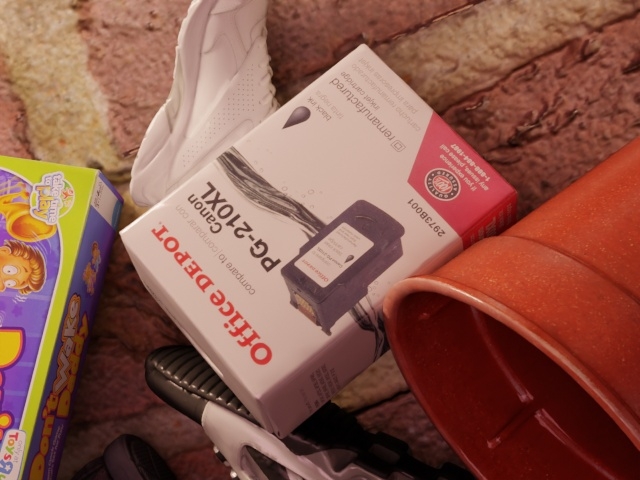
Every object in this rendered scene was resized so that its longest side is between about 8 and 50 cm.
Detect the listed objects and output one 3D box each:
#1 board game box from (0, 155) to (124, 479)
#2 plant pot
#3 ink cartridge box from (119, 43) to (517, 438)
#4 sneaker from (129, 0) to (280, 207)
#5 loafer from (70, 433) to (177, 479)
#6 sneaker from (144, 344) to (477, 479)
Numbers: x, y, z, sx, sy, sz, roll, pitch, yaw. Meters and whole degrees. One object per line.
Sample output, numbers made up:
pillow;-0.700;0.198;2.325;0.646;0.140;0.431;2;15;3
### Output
board game box;-0.314;0.100;1.011;0.233;0.078;0.347;8;74;10
plant pot;0.230;0.053;0.855;0.265;0.272;0.272;-40;87;-19
ink cartridge box;0.000;0.000;0.935;0.237;0.100;0.172;-39;68;-10
sneaker;-0.064;-0.119;1.013;0.115;0.090;0.232;22;107;1
loafer;-0.110;0.303;1.020;0.095;0.109;0.303;-37;70;6
sneaker;-0.016;0.202;0.998;0.330;0.122;0.146;29;106;17
